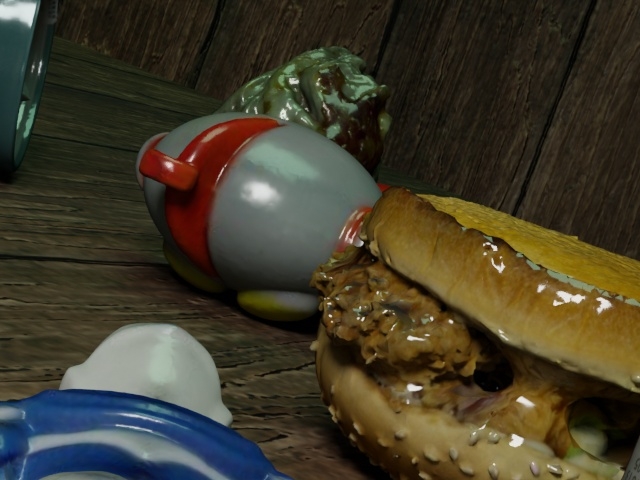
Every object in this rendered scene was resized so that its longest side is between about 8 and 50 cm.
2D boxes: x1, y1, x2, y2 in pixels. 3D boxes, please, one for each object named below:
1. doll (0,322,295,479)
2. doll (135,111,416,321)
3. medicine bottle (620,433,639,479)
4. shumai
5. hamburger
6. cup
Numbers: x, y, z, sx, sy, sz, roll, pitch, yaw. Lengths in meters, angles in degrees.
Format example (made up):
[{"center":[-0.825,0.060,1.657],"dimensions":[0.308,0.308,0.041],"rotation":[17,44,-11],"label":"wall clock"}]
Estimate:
[{"center":[-0.045,0.071,0.389],"dimensions":[0.114,0.057,0.227],"rotation":[14,16,-2],"label":"doll"},{"center":[0.000,0.000,0.956],"dimensions":[0.199,0.105,0.336],"rotation":[26,0,30],"label":"doll"},{"center":[0.126,0.094,0.552],"dimensions":[0.058,0.091,0.058],"rotation":[20,6,-2],"label":"medicine bottle"},{"center":[0.002,-0.068,1.382],"dimensions":[0.142,0.184,0.184],"rotation":[50,19,24],"label":"shumai"},{"center":[0.081,0.051,0.659],"dimensions":[0.191,0.118,0.182],"rotation":[19,2,-40],"label":"hamburger"},{"center":[-0.258,-0.138,1.038],"dimensions":[0.173,0.168,0.300],"rotation":[10,-19,-7],"label":"cup"}]
